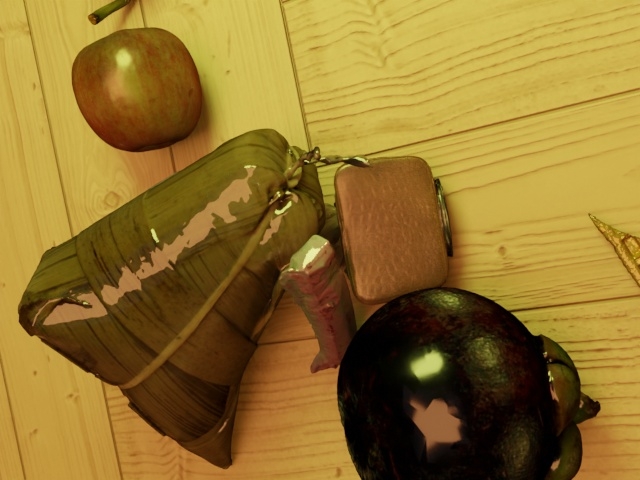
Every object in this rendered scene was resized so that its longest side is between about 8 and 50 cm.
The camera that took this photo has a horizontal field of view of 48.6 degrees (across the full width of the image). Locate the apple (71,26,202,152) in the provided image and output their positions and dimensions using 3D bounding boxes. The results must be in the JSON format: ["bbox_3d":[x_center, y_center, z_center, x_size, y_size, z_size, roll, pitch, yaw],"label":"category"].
[{"bbox_3d":[-0.272,-0.223,1.065,0.188,0.188,0.173,-13,97,26],"label":"apple"}]

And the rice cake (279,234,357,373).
[{"bbox_3d":[0.005,0.100,0.938,0.081,0.290,0.051,-36,57,-16],"label":"rice cake"}]

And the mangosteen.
[{"bbox_3d":[0.169,0.195,0.865,0.300,0.300,0.300,3,97,25],"label":"mangosteen"}]

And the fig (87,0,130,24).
[{"bbox_3d":[-0.306,-0.456,1.097,0.142,0.148,0.186,-1,134,12],"label":"fig"}]

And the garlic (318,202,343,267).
[{"bbox_3d":[0.000,-0.003,1.023,0.113,0.074,0.094,51,125,30],"label":"garlic"}]

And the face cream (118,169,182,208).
[{"bbox_3d":[-0.261,-0.046,1.118,0.274,0.154,0.096,-16,110,19],"label":"face cream"}]

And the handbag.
[{"bbox_3d":[0.099,-0.016,0.955,0.151,0.072,0.193,-8,90,5],"label":"handbag"}]

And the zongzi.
[{"bbox_3d":[-0.085,0.090,1.019,0.500,0.218,0.467,-30,125,12],"label":"zongzi"}]

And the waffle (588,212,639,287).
[{"bbox_3d":[0.426,0.018,0.842,0.125,0.032,0.191,-33,83,26],"label":"waffle"}]
